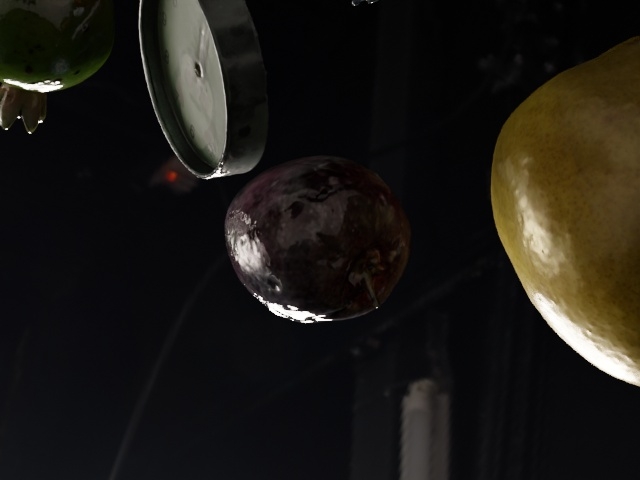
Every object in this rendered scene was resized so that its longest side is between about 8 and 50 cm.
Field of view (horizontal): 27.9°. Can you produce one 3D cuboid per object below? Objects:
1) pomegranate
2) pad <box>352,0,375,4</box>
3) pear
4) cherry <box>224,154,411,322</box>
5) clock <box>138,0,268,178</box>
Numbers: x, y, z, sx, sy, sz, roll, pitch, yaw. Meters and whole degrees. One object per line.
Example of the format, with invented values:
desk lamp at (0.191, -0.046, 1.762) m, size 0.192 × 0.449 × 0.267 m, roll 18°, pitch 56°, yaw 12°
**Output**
pomegranate at (-0.334, -0.233, 1.498) m, size 0.187 × 0.187 × 0.225 m, roll -104°, pitch -153°, yaw -51°
pad at (0.114, -0.413, 1.376) m, size 0.269 × 0.269 × 0.012 m, roll -21°, pitch 178°, yaw 3°
pear at (0.312, -0.030, 1.177) m, size 0.314 × 0.314 × 0.314 m, roll -41°, pitch -144°, yaw 39°
cherry at (-0.009, -0.002, 1.329) m, size 0.195 × 0.195 × 0.195 m, roll -41°, pitch -144°, yaw 39°
clock at (-0.170, -0.244, 1.831) m, size 0.319 × 0.066 × 0.318 m, roll 41°, pitch -41°, yaw 50°
